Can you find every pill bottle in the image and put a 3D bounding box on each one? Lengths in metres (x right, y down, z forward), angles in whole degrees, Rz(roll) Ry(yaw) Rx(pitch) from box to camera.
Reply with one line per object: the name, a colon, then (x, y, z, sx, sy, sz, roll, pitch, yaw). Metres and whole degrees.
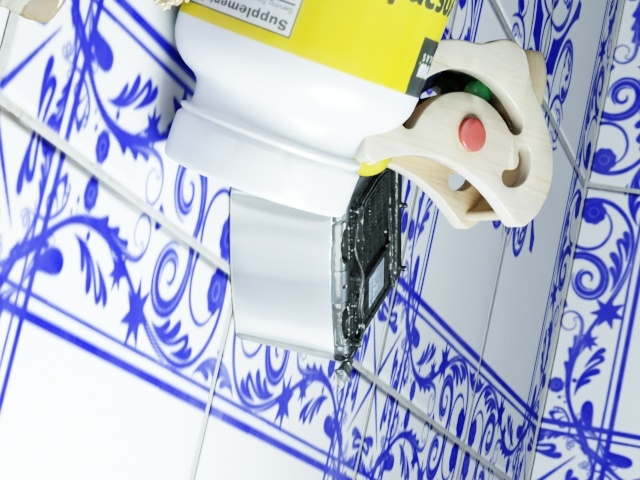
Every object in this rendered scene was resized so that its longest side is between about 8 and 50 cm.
pill bottle: (0.007, -0.196, 1.433, 0.334, 0.188, 0.188, -70, 164, 6)

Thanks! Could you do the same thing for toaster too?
toaster: (0.000, 0.000, 1.683, 0.186, 0.110, 0.168, -56, 149, -54)

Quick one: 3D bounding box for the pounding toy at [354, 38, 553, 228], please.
pounding toy: (0.088, -0.085, 1.644, 0.269, 0.155, 0.154, -3, 90, -41)

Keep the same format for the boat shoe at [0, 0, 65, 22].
boat shoe: (-0.150, -0.292, 1.033, 0.123, 0.123, 0.342, -126, -128, -75)

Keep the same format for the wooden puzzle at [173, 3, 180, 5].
wooden puzzle: (-0.097, -0.305, 1.333, 0.239, 0.044, 0.221, 58, 44, -65)

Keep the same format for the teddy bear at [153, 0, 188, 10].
teddy bear: (-0.048, -0.297, 1.144, 0.338, 0.113, 0.245, -89, -163, -49)
